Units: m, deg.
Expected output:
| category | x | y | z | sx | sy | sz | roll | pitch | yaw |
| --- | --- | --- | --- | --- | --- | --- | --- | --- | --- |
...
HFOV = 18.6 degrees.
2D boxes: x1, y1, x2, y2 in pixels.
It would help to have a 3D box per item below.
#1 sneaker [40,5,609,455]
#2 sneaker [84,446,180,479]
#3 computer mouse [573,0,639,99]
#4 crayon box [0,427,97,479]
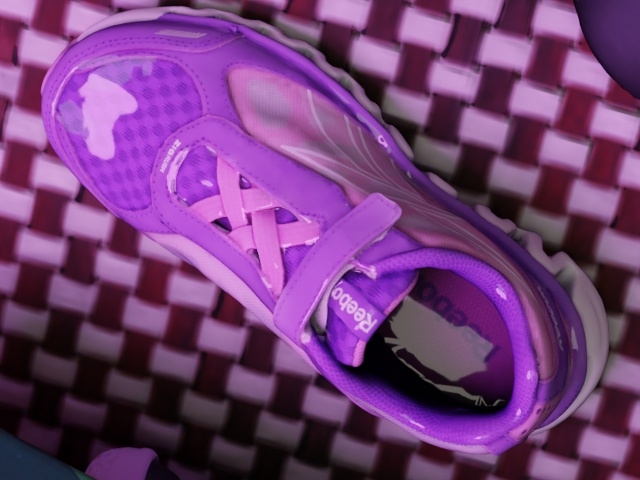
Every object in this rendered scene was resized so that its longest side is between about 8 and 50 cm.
| category | x | y | z | sx | sy | sz | roll | pitch | yaw |
| --- | --- | --- | --- | --- | --- | --- | --- | --- | --- |
| sneaker | 0.000 | 0.000 | 0.703 | 0.236 | 0.104 | 0.095 | 34 | 108 | -1 |
| sneaker | -0.001 | 0.194 | 0.758 | 0.153 | 0.101 | 0.268 | -10 | 109 | 9 |
| computer mouse | 0.193 | -0.144 | 0.640 | 0.272 | 0.072 | 0.188 | -39 | 81 | 18 |
| crayon box | -0.110 | 0.251 | 0.693 | 0.313 | 0.106 | 0.363 | 27 | 127 | 15 |
